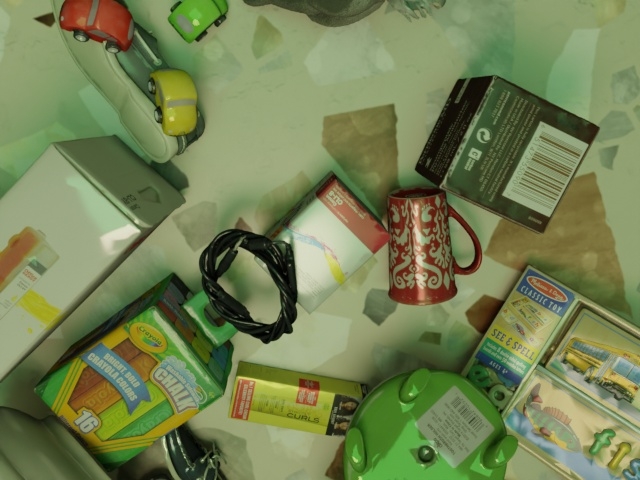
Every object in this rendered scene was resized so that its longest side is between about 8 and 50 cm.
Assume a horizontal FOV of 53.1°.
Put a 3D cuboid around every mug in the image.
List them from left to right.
[{"bbox_3d":[0.171,0.000,1.030,0.150,0.113,0.169,-17,109,-32],"label":"mug"}]

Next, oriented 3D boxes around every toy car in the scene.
[{"bbox_3d":[-0.211,-0.298,0.914,0.239,0.053,0.225,48,64,-16],"label":"toy car"}]

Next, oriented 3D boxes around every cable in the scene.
[{"bbox_3d":[-0.105,0.075,0.944,0.150,0.047,0.185,2,116,13],"label":"cable"}]

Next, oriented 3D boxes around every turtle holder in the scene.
[{"bbox_3d":[0.148,0.360,1.009,0.243,0.227,0.320,18,79,5],"label":"turtle holder"}]

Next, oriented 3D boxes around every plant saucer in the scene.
[{"bbox_3d":[-0.380,0.378,0.978,0.100,0.400,0.400,-42,103,-26],"label":"plant saucer"}]

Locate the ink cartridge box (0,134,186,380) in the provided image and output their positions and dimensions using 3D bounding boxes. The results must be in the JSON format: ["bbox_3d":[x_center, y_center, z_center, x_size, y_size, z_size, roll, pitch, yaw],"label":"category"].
[{"bbox_3d":[-0.404,0.035,0.925,0.384,0.279,0.160,-43,100,7],"label":"ink cartridge box"}]

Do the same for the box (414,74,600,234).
[{"bbox_3d":[0.263,-0.133,0.950,0.167,0.203,0.169,23,101,-7],"label":"box"}]

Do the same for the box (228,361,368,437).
[{"bbox_3d":[-0.037,0.277,1.108,0.232,0.058,0.087,13,103,-5],"label":"box"}]

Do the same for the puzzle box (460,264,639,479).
[{"bbox_3d":[0.448,0.256,1.031,0.408,0.052,0.272,32,100,21],"label":"puzzle box"}]

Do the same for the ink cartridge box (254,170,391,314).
[{"bbox_3d":[0.000,0.000,1.008,0.176,0.128,0.127,-44,101,7],"label":"ink cartridge box"}]

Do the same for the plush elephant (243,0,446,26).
[{"bbox_3d":[0.077,-0.428,0.867,0.330,0.255,0.272,35,146,22],"label":"plush elephant"}]

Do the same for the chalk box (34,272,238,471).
[{"bbox_3d":[-0.256,0.184,1.015,0.289,0.179,0.180,-36,102,6],"label":"chalk box"}]

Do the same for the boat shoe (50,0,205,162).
[{"bbox_3d":[-0.290,-0.272,0.967,0.099,0.116,0.319,-37,97,-38],"label":"boat shoe"}]

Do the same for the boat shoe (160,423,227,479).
[{"bbox_3d":[-0.204,0.404,1.112,0.079,0.095,0.255,-19,105,4],"label":"boat shoe"}]

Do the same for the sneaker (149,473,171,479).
[{"bbox_3d":[-0.315,0.529,1.141,0.094,0.091,0.258,26,110,-14],"label":"sneaker"}]
